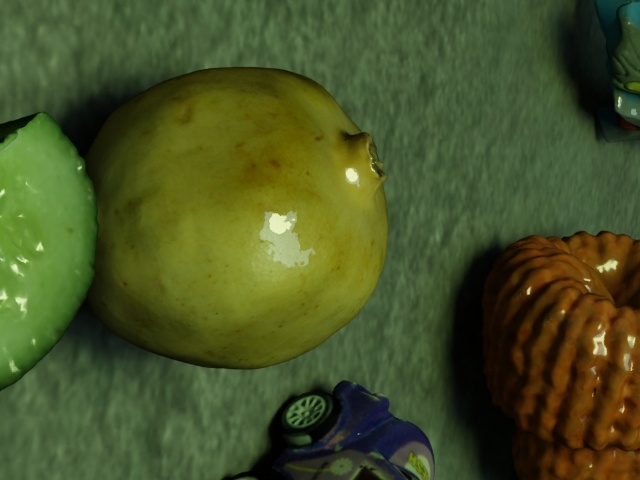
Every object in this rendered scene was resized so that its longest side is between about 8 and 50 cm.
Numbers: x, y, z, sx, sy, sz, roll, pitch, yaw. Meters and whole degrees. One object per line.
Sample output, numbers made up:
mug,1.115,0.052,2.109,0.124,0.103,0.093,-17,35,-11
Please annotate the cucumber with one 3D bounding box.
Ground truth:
cucumber,-0.232,0.005,0.696,0.191,0.130,0.191,-7,99,-48

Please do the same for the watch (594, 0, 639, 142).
watch,0.409,-0.271,1.350,0.305,0.241,0.275,19,63,-46

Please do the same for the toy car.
toy car,0.027,0.246,0.994,0.235,0.158,0.172,-52,130,-31

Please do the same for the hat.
hat,0.268,0.195,1.233,0.285,0.285,0.400,-11,121,-48

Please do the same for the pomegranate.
pomegranate,-0.064,-0.018,0.828,0.233,0.233,0.233,-7,100,-48
